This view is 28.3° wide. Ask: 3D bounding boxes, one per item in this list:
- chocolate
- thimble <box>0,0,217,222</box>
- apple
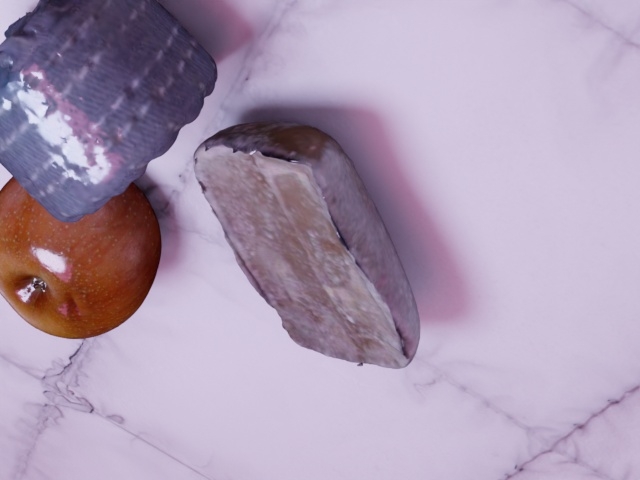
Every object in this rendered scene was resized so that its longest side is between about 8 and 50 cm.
[{"bbox_3d":[0.000,0.000,1.264,0.185,0.100,0.303,6,134,40],"label":"chocolate"},{"bbox_3d":[-0.220,-0.141,1.167,0.172,0.205,0.236,47,162,-15],"label":"thimble"},{"bbox_3d":[-0.274,0.012,1.382,0.201,0.162,0.201,17,142,14],"label":"apple"}]
